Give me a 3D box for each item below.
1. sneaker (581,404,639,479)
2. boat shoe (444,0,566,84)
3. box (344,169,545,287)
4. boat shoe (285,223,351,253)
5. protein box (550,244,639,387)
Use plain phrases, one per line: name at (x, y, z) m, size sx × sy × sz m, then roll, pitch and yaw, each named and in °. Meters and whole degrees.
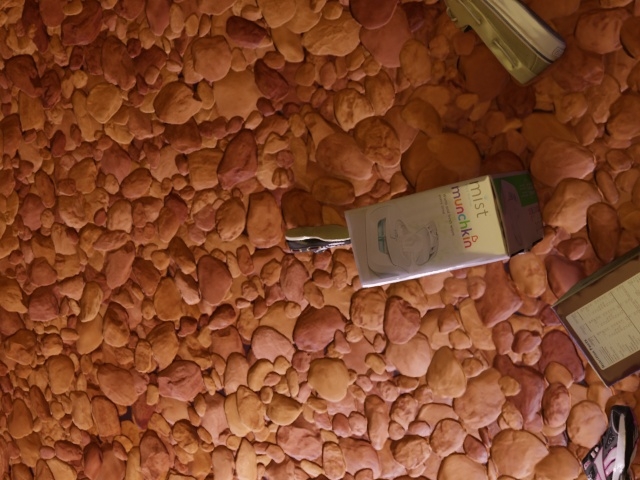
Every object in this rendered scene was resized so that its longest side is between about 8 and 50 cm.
sneaker at (0.453, 0.348, 1.244) m, size 0.077 × 0.072 × 0.178 m, roll 7°, pitch 94°, yaw 36°
boat shoe at (0.250, -0.373, 1.241) m, size 0.302 × 0.109 × 0.094 m, roll 47°, pitch 115°, yaw 11°
box at (0.202, -0.020, 1.217) m, size 0.231 × 0.262 × 0.127 m, roll -14°, pitch 89°, yaw 28°
boat shoe at (0.001, -0.001, 1.443) m, size 0.133 × 0.049 × 0.042 m, roll -3°, pitch 123°, yaw 20°
protein box at (0.471, 0.085, 1.128) m, size 0.201 × 0.199 × 0.136 m, roll -37°, pitch 79°, yaw 25°
